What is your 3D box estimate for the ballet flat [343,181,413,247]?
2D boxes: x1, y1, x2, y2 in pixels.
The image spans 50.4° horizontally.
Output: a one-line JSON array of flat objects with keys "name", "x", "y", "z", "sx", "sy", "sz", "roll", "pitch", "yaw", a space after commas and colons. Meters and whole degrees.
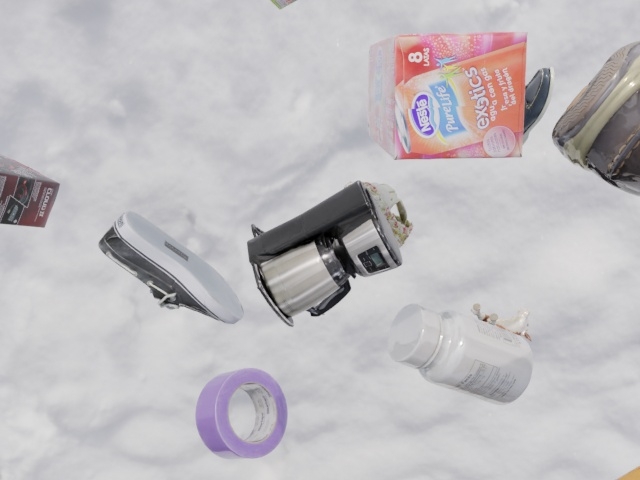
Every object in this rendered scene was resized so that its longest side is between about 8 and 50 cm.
[{"name": "ballet flat", "x": 0.112, "y": -0.061, "z": 1.253, "sx": 0.077, "sy": 0.091, "sz": 0.241, "roll": -44, "pitch": 149, "yaw": -1}]

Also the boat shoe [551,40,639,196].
[{"name": "boat shoe", "x": 0.338, "y": -0.068, "z": 0.574, "sx": 0.356, "sy": 0.130, "sz": 0.132, "roll": -5, "pitch": 138, "yaw": -37}]

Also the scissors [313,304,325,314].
[{"name": "scissors", "x": -0.061, "y": 0.114, "z": 1.811, "sx": 0.021, "sy": 0.108, "sz": 0.297, "roll": -6, "pitch": 156, "yaw": 35}]

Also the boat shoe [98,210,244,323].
[{"name": "boat shoe", "x": -0.287, "y": 0.077, "z": 1.311, "sx": 0.306, "sy": 0.113, "sz": 0.105, "roll": 40, "pitch": 107, "yaw": -24}]

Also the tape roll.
[{"name": "tape roll", "x": -0.168, "y": 0.373, "z": 1.464, "sx": 0.189, "sy": 0.188, "sz": 0.080, "roll": 39, "pitch": 142, "yaw": -25}]

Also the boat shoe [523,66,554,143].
[{"name": "boat shoe", "x": 0.476, "y": -0.314, "z": 1.603, "sx": 0.079, "sy": 0.095, "sz": 0.254, "roll": 13, "pitch": 155, "yaw": 1}]

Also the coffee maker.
[{"name": "coffee maker", "x": 0.000, "y": 0.000, "z": 0.901, "sx": 0.178, "sy": 0.171, "sz": 0.120, "roll": -28, "pitch": 152, "yaw": 7}]

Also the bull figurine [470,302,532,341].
[{"name": "bull figurine", "x": 0.431, "y": 0.262, "z": 1.869, "sx": 0.311, "sy": 0.101, "sz": 0.188, "roll": -29, "pitch": 132, "yaw": 10}]

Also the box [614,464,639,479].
[{"name": "box", "x": 0.405, "y": 0.450, "z": 0.862, "sx": 0.345, "sy": 0.215, "sz": 0.168, "roll": -37, "pitch": 130, "yaw": 11}]

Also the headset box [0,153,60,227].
[{"name": "headset box", "x": -0.700, "y": -0.119, "z": 1.376, "sx": 0.218, "sy": 0.293, "sz": 0.110, "roll": 24, "pitch": 96, "yaw": 21}]

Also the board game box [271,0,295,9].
[{"name": "board game box", "x": 0.003, "y": -0.352, "z": 0.809, "sx": 0.181, "sy": 0.043, "sz": 0.092, "roll": -22, "pitch": 165, "yaw": 19}]

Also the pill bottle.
[{"name": "pill bottle", "x": 0.236, "y": 0.191, "z": 1.164, "sx": 0.229, "sy": 0.131, "sz": 0.131, "roll": 22, "pitch": 127, "yaw": -22}]

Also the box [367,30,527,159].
[{"name": "box", "x": 0.149, "y": -0.192, "z": 0.891, "sx": 0.154, "sy": 0.300, "sz": 0.142, "roll": -2, "pitch": 104, "yaw": 0}]
